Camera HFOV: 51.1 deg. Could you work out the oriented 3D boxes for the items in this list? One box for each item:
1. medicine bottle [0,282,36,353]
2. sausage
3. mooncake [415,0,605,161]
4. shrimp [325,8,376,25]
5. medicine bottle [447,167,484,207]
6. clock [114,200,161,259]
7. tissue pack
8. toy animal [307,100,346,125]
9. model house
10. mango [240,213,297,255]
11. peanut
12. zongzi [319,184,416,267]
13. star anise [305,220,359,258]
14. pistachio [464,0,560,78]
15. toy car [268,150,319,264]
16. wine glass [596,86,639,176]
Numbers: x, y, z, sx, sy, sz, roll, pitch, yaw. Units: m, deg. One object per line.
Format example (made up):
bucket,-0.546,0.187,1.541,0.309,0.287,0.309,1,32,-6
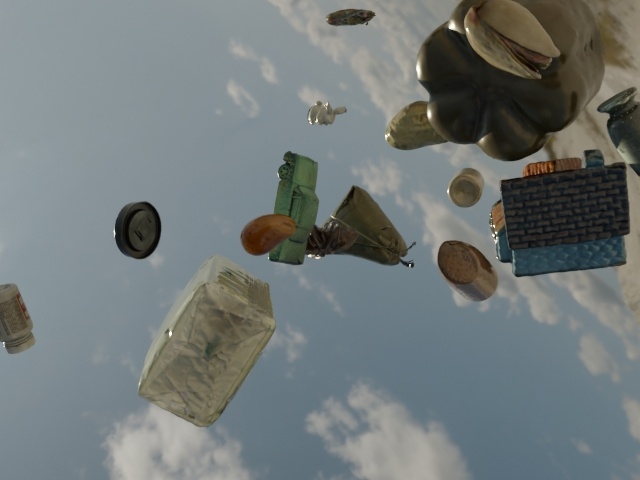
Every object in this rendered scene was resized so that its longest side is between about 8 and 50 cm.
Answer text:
medicine bottle,-0.667,0.168,1.435,0.079,0.079,0.140,-69,-33,-66
sausage,0.390,0.082,1.775,0.123,0.123,0.253,58,-166,28
mooncake,0.495,-0.453,1.781,0.467,0.467,0.262,48,-130,6
shrimp,0.089,-0.592,1.769,0.190,0.101,0.042,-22,-75,-47
medicine bottle,0.503,-0.190,2.289,0.114,0.114,0.252,46,-157,1
clock,-0.573,-0.033,2.098,0.040,0.184,0.184,6,-167,26
tissue pack,-0.255,0.216,1.559,0.207,0.297,0.380,32,-178,-11
toy animal,0.016,-0.406,2.163,0.071,0.085,0.124,9,-168,-32
model house,0.630,-0.115,1.817,0.339,0.361,0.297,62,-153,-51
mango,-0.141,-0.026,1.746,0.105,0.159,0.084,43,-160,-40
peanut,0.355,-0.379,2.143,0.152,0.313,0.152,24,-117,-61
zongzi,0.152,0.051,2.608,0.181,0.418,0.447,25,-155,-56
star anise,0.000,0.000,2.154,0.229,0.236,0.092,1,-109,-15
pistachio,0.410,-0.437,1.446,0.215,0.144,0.144,34,-158,1
toy car,-0.069,-0.089,1.937,0.097,0.320,0.141,8,177,33
wine glass,0.738,-0.252,1.561,0.204,0.111,0.111,55,-159,-6
